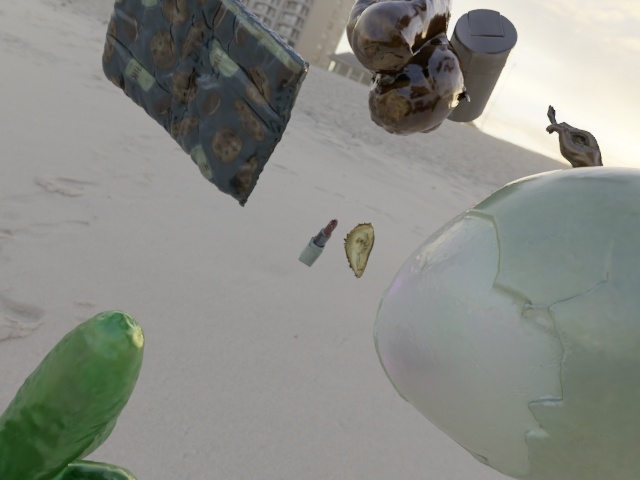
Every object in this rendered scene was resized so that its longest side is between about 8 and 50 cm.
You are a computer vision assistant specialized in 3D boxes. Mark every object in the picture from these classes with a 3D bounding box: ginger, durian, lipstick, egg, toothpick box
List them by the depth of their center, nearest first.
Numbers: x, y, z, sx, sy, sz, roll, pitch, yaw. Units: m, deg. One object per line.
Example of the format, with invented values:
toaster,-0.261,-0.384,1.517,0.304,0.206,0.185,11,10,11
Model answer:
egg,0.216,0.076,0.467,0.336,0.278,0.278,-9,13,2
lipstick,0.000,0.000,0.813,0.025,0.107,0.025,30,46,-7
ginger,0.148,-0.334,0.888,0.254,0.176,0.418,59,29,-37
toothpick box,0.278,-0.315,0.971,0.111,0.111,0.180,28,-24,11
durian,0.084,0.015,1.092,0.066,0.130,0.052,28,29,27

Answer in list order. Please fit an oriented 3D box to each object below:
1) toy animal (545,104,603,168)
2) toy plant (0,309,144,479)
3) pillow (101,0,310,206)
toy animal,0.317,-0.079,0.667,0.069,0.086,0.219,13,58,-44
toy plant,-0.327,0.244,0.509,0.356,0.317,0.210,-33,79,-36
pillow,-0.132,-0.178,0.549,0.255,0.189,0.034,45,41,13
